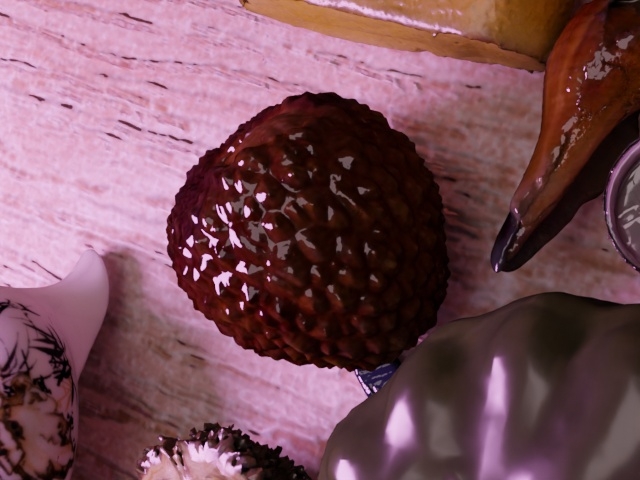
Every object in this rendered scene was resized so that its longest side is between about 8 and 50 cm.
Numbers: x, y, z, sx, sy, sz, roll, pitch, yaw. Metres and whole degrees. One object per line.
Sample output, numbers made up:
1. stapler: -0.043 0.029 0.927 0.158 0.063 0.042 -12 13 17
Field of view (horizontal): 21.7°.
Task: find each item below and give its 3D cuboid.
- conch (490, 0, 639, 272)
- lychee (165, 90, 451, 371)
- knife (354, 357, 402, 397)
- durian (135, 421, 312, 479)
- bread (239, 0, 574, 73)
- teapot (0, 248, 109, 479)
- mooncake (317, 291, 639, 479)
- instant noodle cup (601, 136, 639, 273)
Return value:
1. conch: 0.167 -0.089 1.021 0.080 0.086 0.232 43 105 29
2. lychee: 0.000 0.000 1.073 0.188 0.188 0.188 -5 81 32
3. knife: 0.059 0.122 1.104 0.031 0.018 0.121 -36 67 16
4. durian: -0.065 0.222 1.090 0.167 0.196 0.196 8 88 45
5. bread: 0.052 -0.175 1.098 0.245 0.102 0.094 16 95 34
6. teapot: -0.238 0.158 1.225 0.208 0.166 0.299 6 97 50
7. mooncake: 0.151 0.208 0.927 0.356 0.194 0.356 -3 84 29
8. instant noodle cup: 0.224 -0.013 0.946 0.127 0.136 0.127 -5 80 31
